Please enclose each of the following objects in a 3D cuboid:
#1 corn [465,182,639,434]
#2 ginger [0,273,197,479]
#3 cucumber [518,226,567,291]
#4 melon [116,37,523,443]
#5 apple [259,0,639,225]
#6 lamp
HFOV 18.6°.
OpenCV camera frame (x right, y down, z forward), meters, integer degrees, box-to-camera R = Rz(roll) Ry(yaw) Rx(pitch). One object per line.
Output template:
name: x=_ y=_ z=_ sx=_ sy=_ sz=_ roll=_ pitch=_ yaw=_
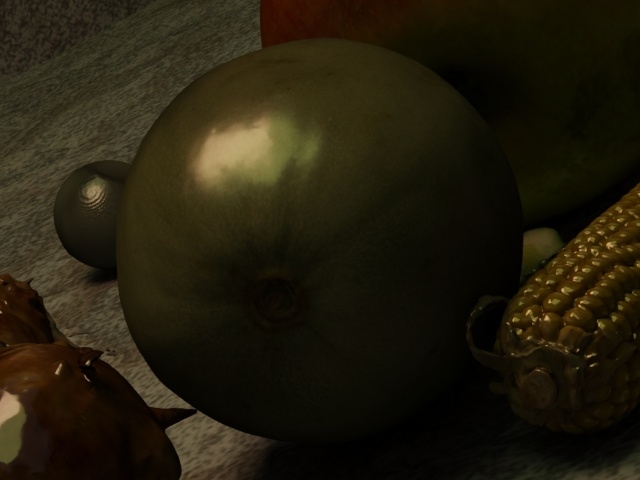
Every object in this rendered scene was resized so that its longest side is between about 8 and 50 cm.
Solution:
corn: x=0.198 y=0.020 z=1.167 sx=0.106 sy=0.106 sz=0.293 roll=-8 pitch=19 yaw=42
ginger: x=-0.202 y=0.127 z=1.262 sx=0.254 sy=0.176 sz=0.418 roll=-12 pitch=17 yaw=0
cucumber: x=0.143 y=0.023 z=1.335 sx=0.067 sy=0.035 sz=0.107 roll=-40 pitch=11 yaw=7
melon: x=-0.001 y=0.000 z=1.202 sx=0.272 sy=0.272 sz=0.308 roll=-28 pitch=-3 yaw=-13
apple: x=0.118 y=-0.166 z=1.460 sx=0.339 sy=0.339 sz=0.339 roll=-22 pitch=16 yaw=7
lamp: x=-0.198 y=-0.024 z=1.837 sx=0.105 sy=0.105 sz=0.105 roll=-22 pitch=16 yaw=7
